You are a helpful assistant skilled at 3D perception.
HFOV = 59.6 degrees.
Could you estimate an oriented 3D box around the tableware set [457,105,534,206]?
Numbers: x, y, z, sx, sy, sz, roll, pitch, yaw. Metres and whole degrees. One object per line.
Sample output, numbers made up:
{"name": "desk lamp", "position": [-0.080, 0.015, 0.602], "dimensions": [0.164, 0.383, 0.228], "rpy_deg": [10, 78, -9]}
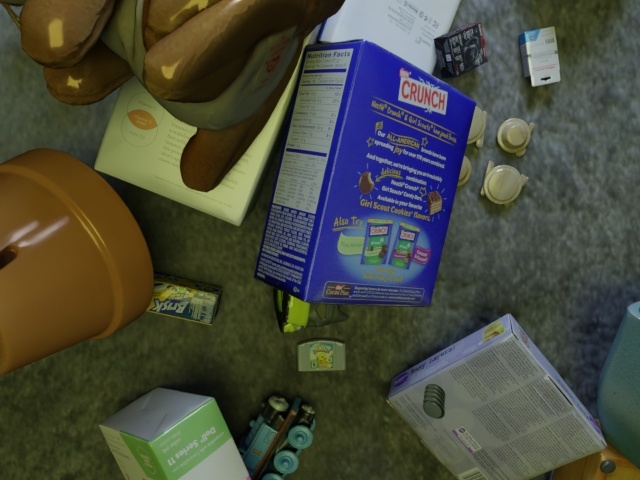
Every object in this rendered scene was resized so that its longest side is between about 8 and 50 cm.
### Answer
{"name": "tableware set", "position": [0.265, -0.140, 0.905], "dimensions": [0.168, 0.020, 0.141], "rpy_deg": [16, 101, -5]}

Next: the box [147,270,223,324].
{"name": "box", "position": [-0.249, 0.088, 0.910], "dimensions": [0.169, 0.059, 0.054], "rpy_deg": [14, 98, -4]}

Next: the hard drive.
{"name": "hard drive", "position": [0.134, -0.395, 0.789], "dimensions": [0.210, 0.040, 0.319], "rpy_deg": [12, 102, -43]}

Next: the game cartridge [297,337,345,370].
{"name": "game cartridge", "position": [0.002, 0.196, 0.959], "dimensions": [0.083, 0.017, 0.056], "rpy_deg": [-2, 96, -1]}

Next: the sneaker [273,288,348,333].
{"name": "sneaker", "position": [0.000, 0.000, 0.893], "dimensions": [0.121, 0.111, 0.300], "rpy_deg": [4, 100, -22]}

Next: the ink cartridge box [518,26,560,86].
{"name": "ink cartridge box", "position": [0.343, -0.286, 0.876], "dimensions": [0.048, 0.028, 0.083], "rpy_deg": [-11, 100, 1]}

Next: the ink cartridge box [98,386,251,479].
{"name": "ink cartridge box", "position": [-0.194, 0.423, 0.889], "dimensions": [0.119, 0.207, 0.353], "rpy_deg": [-30, 103, -39]}

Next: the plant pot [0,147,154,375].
{"name": "plant pot", "position": [-0.406, 0.045, 0.762], "dimensions": [0.291, 0.203, 0.291], "rpy_deg": [14, 123, 23]}

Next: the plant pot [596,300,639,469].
{"name": "plant pot", "position": [0.578, 0.245, 0.846], "dimensions": [0.247, 0.248, 0.252], "rpy_deg": [-10, 128, -32]}

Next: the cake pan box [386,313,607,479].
{"name": "cake pan box", "position": [0.286, 0.286, 0.921], "dimensions": [0.246, 0.070, 0.267], "rpy_deg": [-38, 99, 26]}

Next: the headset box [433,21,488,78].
{"name": "headset box", "position": [0.217, -0.291, 0.851], "dimensions": [0.083, 0.032, 0.062], "rpy_deg": [-32, 117, -26]}

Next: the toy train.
{"name": "toy train", "position": [-0.082, 0.348, 0.953], "dimensions": [0.105, 0.080, 0.184], "rpy_deg": [29, 98, 0]}

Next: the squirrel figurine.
{"name": "squirrel figurine", "position": [-0.176, -0.321, 0.604], "dimensions": [0.370, 0.281, 0.397], "rpy_deg": [37, 83, 5]}

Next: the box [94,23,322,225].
{"name": "box", "position": [-0.143, -0.226, 0.803], "dimensions": [0.215, 0.168, 0.345], "rpy_deg": [22, 99, -4]}

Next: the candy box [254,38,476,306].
{"name": "candy box", "position": [0.071, -0.077, 0.775], "dimensions": [0.268, 0.122, 0.317], "rpy_deg": [9, 96, -45]}

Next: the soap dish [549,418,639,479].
{"name": "soap dish", "position": [0.515, 0.464, 0.968], "dimensions": [0.229, 0.118, 0.291], "rpy_deg": [10, 101, -3]}
